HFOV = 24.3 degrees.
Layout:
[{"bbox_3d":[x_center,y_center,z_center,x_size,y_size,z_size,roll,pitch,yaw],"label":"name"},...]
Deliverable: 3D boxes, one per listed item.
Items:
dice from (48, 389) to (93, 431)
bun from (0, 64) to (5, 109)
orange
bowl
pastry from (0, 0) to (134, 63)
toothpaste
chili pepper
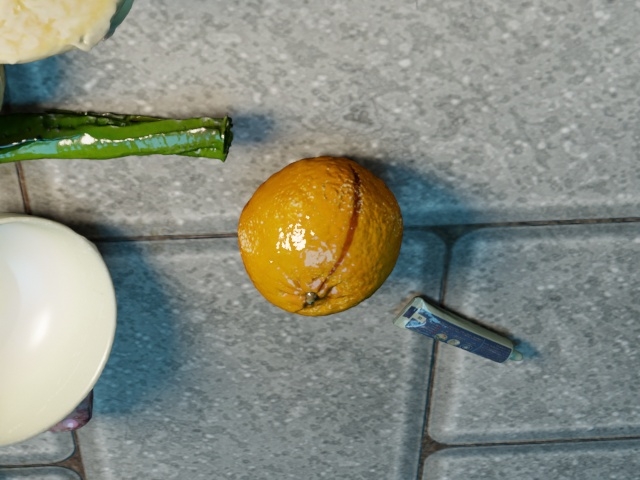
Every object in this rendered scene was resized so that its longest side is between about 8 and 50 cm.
[{"bbox_3d":[-0.339,0.187,1.923,0.091,0.094,0.093,0,141,-7],"label":"dice"},{"bbox_3d":[-0.441,-0.158,1.456,0.259,0.160,0.259,-10,130,-12],"label":"bun"},{"bbox_3d":[0.000,0.000,1.682,0.193,0.161,0.193,-7,141,-5],"label":"orange"},{"bbox_3d":[-0.386,0.088,1.720,0.277,0.145,0.277,-13,112,-35],"label":"bowl"},{"bbox_3d":[-0.277,-0.276,1.304,0.265,0.133,0.265,-10,123,-17],"label":"pastry"},{"bbox_3d":[0.186,0.122,1.945,0.197,0.035,0.057,23,124,-26],"label":"toothpaste"},{"bbox_3d":[-0.272,-0.103,1.602,0.359,0.076,0.085,-4,176,2],"label":"chili pepper"}]
